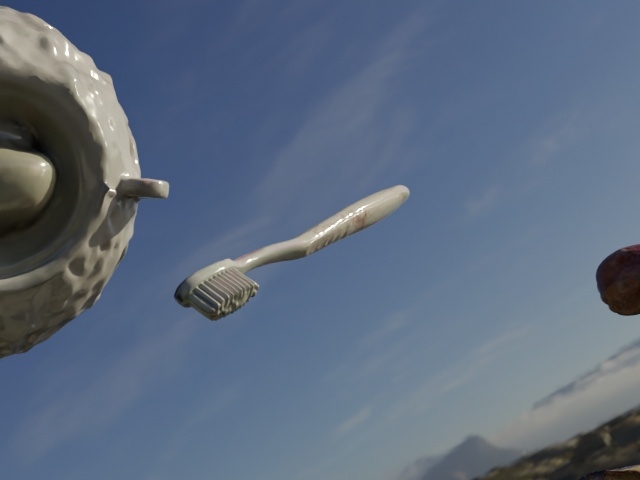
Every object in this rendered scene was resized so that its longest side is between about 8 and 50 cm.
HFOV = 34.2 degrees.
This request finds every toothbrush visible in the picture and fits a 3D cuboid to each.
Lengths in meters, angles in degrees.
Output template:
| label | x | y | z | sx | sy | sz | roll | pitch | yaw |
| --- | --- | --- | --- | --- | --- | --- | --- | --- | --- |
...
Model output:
| label | x | y | z | sx | sy | sz | roll | pitch | yaw |
| --- | --- | --- | --- | --- | --- | --- | --- | --- | --- |
| toothbrush | 0.000 | 0.000 | 0.720 | 0.307 | 0.029 | 0.025 | -27 | -35 | -58 |

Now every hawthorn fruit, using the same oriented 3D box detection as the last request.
| label | x | y | z | sx | sy | sz | roll | pitch | yaw |
| --- | --- | --- | --- | --- | --- | --- | --- | --- | --- |
| hawthorn fruit | 0.306 | 0.024 | 0.975 | 0.067 | 0.067 | 0.103 | -4 | -44 | -55 |

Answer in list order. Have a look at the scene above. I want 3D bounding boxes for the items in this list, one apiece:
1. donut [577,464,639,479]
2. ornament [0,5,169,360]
| label | x | y | z | sx | sy | sz | roll | pitch | yaw |
| --- | --- | --- | --- | --- | --- | --- | --- | --- | --- |
| donut | 0.379 | 0.325 | 1.201 | 0.085 | 0.141 | 0.217 | -10 | -1 | -36 |
| ornament | -0.335 | -0.051 | 0.938 | 0.337 | 0.337 | 0.337 | -26 | -16 | -8 |
